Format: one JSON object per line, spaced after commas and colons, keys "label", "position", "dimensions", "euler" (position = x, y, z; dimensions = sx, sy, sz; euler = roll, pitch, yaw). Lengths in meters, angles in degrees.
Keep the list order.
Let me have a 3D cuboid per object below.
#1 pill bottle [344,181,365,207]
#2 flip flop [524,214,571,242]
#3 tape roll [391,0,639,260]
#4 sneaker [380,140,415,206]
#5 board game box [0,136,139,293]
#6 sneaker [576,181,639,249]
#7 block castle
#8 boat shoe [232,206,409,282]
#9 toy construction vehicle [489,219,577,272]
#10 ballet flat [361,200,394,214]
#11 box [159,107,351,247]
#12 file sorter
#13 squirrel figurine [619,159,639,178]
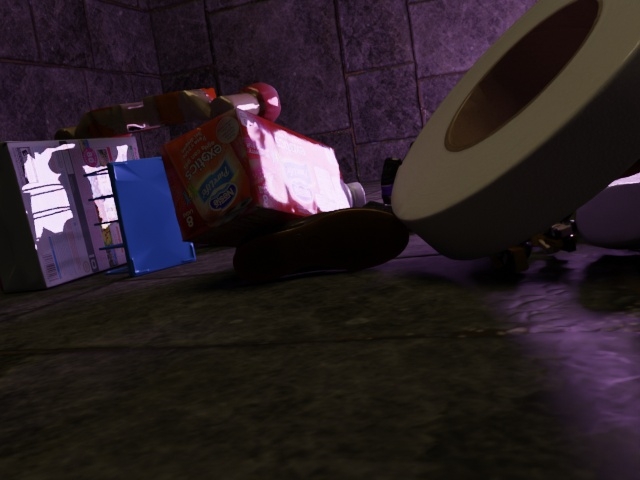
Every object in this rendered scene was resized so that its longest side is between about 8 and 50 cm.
{"label": "pill bottle", "position": [0.021, -0.083, 1.424], "dimensions": [0.137, 0.078, 0.078], "euler": [-10, 7, -17]}
{"label": "flip flop", "position": [0.285, -0.057, 0.848], "dimensions": [0.080, 0.112, 0.277], "euler": [6, 6, 20]}
{"label": "tape roll", "position": [0.228, -0.150, 0.696], "dimensions": [0.392, 0.072, 0.392], "euler": [-47, 14, 15]}
{"label": "sneaker", "position": [0.246, -0.141, 1.345], "dimensions": [0.293, 0.146, 0.102], "euler": [-13, 8, -30]}
{"label": "board game box", "position": [-0.413, -0.055, 1.118], "dimensions": [0.097, 0.224, 0.303], "euler": [-9, 5, 23]}
{"label": "sneaker", "position": [0.349, -0.023, 0.599], "dimensions": [0.212, 0.080, 0.094], "euler": [0, -10, 33]}
{"label": "block castle", "position": [-0.281, -0.138, 1.339], "dimensions": [0.453, 0.303, 0.213], "euler": [-5, 13, 25]}
{"label": "boat shoe", "position": [0.000, 0.000, 0.785], "dimensions": [0.206, 0.073, 0.073], "euler": [-7, 10, 7]}
{"label": "toy construction vehicle", "position": [0.206, 0.009, 0.659], "dimensions": [0.085, 0.035, 0.098], "euler": [-20, 6, -6]}
{"label": "ballet flat", "position": [0.122, -0.033, 1.101], "dimensions": [0.057, 0.049, 0.173], "euler": [25, -6, -28]}
{"label": "box", "position": [-0.071, -0.066, 0.868], "dimensions": [0.122, 0.128, 0.257], "euler": [-22, -14, 25]}
{"label": "file sorter", "position": [-0.289, -0.037, 1.045], "dimensions": [0.104, 0.170, 0.118], "euler": [-6, 7, 41]}
{"label": "squirrel figurine", "position": [0.515, -0.208, 1.041], "dimensions": [0.370, 0.281, 0.397], "euler": [-18, 1, -15]}
